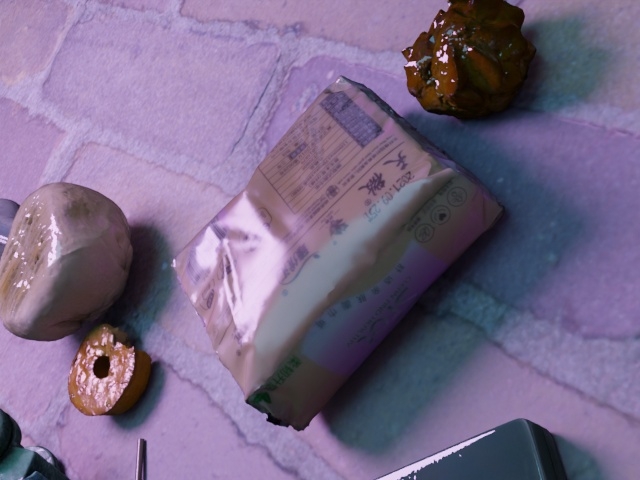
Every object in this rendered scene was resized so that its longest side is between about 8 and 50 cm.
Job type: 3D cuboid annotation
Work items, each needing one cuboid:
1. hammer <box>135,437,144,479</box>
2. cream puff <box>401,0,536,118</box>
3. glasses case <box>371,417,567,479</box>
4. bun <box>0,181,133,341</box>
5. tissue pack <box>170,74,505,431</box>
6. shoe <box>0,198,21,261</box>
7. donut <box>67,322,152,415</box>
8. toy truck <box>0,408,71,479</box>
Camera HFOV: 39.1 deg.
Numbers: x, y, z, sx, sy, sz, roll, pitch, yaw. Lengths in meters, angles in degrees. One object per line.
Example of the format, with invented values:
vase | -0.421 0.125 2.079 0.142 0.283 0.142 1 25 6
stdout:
hammer | -0.181 0.249 0.899 0.035 0.019 0.110 -30 44 29
cream puff | 0.125 -0.158 0.772 0.116 0.094 0.122 -40 49 24
glasses case | 0.088 0.197 0.646 0.184 0.039 0.077 -32 49 28
bun | -0.294 0.033 1.052 0.193 0.128 0.178 -57 40 21
tissue pack | 0.000 0.000 0.783 0.256 0.123 0.215 -51 44 11
shoe | -0.443 -0.003 1.248 0.251 0.103 0.100 16 35 35
donut | -0.228 0.146 0.980 0.097 0.043 0.108 -56 43 4
toy truck | -0.407 0.254 0.946 0.279 0.155 0.156 7 59 15
